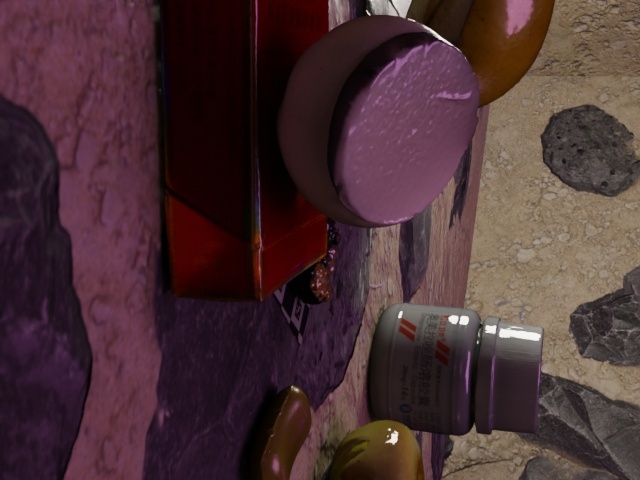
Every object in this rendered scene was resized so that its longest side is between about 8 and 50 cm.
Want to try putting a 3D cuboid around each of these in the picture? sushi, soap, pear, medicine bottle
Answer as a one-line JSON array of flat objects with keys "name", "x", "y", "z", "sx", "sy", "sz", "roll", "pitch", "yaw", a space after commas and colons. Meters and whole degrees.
[{"name": "sushi", "x": 0.000, "y": 0.000, "z": 0.999, "sx": 0.192, "sy": 0.051, "sz": 0.215, "roll": 70, "pitch": 28, "yaw": -55}, {"name": "soap", "x": -0.046, "y": 0.232, "z": 0.903, "sx": 0.140, "sy": 0.045, "sz": 0.088, "roll": -65, "pitch": 151, "yaw": -49}, {"name": "pear", "x": 0.276, "y": -0.376, "z": 1.328, "sx": 0.386, "sy": 0.192, "sz": 0.340, "roll": 130, "pitch": -26, "yaw": -53}, {"name": "medicine bottle", "x": 0.264, "y": 0.250, "z": 1.513, "sx": 0.245, "sy": 0.307, "sz": 0.244, "roll": 4, "pitch": 90, "yaw": -74}]

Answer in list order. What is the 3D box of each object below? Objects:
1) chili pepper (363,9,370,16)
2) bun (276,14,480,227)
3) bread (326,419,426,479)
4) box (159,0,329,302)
[{"name": "chili pepper", "x": 0.060, "y": -0.261, "z": 1.165, "sx": 0.048, "sy": 0.043, "sz": 0.208, "roll": 94, "pitch": 10, "yaw": -52}, {"name": "bun", "x": 0.035, "y": -0.099, "z": 0.648, "sx": 0.173, "sy": 0.120, "sz": 0.172, "roll": -21, "pitch": 125, "yaw": -34}, {"name": "bread", "x": 0.084, "y": 0.358, "z": 1.225, "sx": 0.260, "sy": 0.158, "sz": 0.156, "roll": 60, "pitch": 26, "yaw": -62}, {"name": "box", "x": -0.059, "y": -0.121, "z": 0.698, "sx": 0.197, "sy": 0.089, "sz": 0.313, "roll": -35, "pitch": 126, "yaw": -71}]
